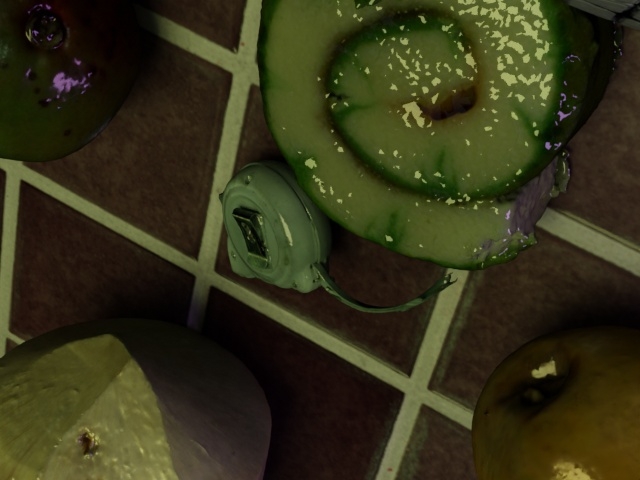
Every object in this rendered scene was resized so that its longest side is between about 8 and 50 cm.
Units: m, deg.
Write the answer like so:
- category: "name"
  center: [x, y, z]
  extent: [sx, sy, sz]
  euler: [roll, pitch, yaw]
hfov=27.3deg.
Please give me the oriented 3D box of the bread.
- category: "bread"
  center: [0.114, -0.150, 1.282]
  extent: [0.366, 0.129, 0.382]
  euler: [-18, 108, 39]

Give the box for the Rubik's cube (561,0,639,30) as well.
- category: "Rubik's cube"
  center: [0.302, -0.284, 0.969]
  extent: [0.319, 0.319, 0.264]
  euler: [45, 154, 1]

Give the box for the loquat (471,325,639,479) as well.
- category: "loquat"
  center: [0.294, 0.220, 1.322]
  extent: [0.275, 0.275, 0.274]
  euler: [17, 126, 24]

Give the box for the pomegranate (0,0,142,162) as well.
- category: "pomegranate"
  center: [-0.373, -0.217, 1.467]
  extent: [0.323, 0.291, 0.290]
  euler: [-5, 115, 36]

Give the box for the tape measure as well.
- category: "tape measure"
  center: [0.000, 0.001, 1.434]
  extent: [0.330, 0.084, 0.164]
  euler: [13, 129, 51]

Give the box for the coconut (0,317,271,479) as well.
- category: "coconut"
  center: [-0.258, 0.276, 1.644]
  extent: [0.344, 0.415, 0.415]
  euler: [-112, 28, -45]
